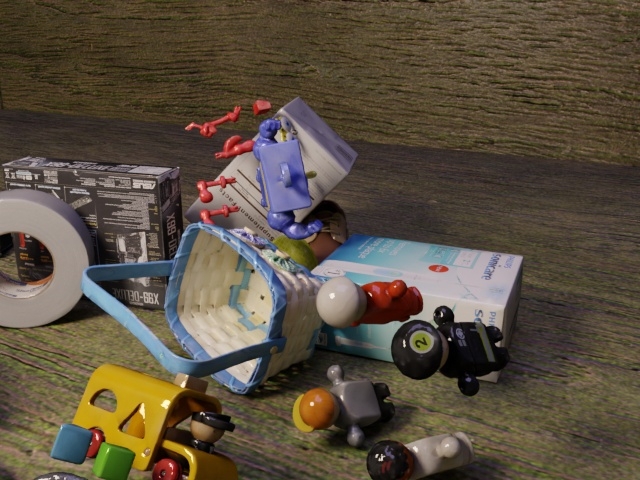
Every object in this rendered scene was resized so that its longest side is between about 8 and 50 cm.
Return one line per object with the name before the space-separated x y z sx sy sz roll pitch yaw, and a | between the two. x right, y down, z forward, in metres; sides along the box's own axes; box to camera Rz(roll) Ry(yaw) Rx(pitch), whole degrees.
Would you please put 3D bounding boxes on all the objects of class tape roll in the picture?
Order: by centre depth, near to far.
tape roll | -0.484 0.029 1.135 0.219 0.219 0.072 -3 20 -10

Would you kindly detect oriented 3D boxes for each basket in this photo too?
basket | -0.149 0.088 0.968 0.255 0.201 0.289 32 28 34

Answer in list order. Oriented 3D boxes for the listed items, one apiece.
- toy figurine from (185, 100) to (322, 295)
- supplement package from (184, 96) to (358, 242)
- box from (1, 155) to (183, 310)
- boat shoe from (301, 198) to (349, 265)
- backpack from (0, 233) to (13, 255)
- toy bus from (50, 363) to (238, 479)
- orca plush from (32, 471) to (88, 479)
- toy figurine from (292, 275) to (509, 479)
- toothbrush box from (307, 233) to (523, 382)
toy figurine | -0.088 -0.062 1.121 0.191 0.362 0.217 -10 -1 -15
supplement package | -0.093 -0.110 1.384 0.175 0.293 0.177 44 20 -7
box | -0.393 -0.015 1.231 0.308 0.242 0.076 5 20 15
boat shoe | 0.000 0.000 1.380 0.123 0.116 0.324 -1 19 -2
backpack | -0.717 -0.013 1.461 0.114 0.084 0.105 -4 17 -5
toy bus | -0.149 0.187 0.704 0.202 0.104 0.191 21 -14 -13
orca plush | -0.197 0.275 0.615 0.287 0.151 0.102 -5 -12 -7
toy figurine | 0.079 0.156 0.785 0.148 0.209 0.213 6 15 -40
toothbrush box | 0.153 0.094 1.100 0.296 0.126 0.216 9 21 21
